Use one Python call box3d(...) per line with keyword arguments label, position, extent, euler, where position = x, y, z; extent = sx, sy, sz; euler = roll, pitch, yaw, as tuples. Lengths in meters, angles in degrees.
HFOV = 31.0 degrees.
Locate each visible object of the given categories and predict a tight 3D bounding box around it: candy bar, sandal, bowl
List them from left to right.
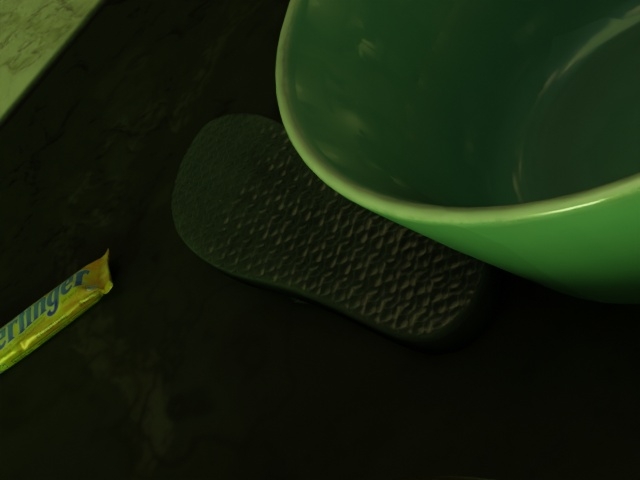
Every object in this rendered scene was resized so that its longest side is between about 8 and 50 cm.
box3d(label="candy bar", position=(-0.209, 0.064, 0.820), extent=(0.161, 0.018, 0.040), euler=(-35, 41, 10))
box3d(label="sandal", position=(0.000, 0.001, 0.684), extent=(0.254, 0.054, 0.097), euler=(32, 86, 40))
box3d(label="bowl", position=(0.150, -0.093, 0.544), extent=(0.312, 0.163, 0.311), euler=(-23, 44, 23))

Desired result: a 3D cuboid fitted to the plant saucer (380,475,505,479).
box3d(label="plant saucer", position=(0.020, 0.178, 0.402), extent=(0.311, 0.050, 0.310), euler=(-12, 27, 6))
